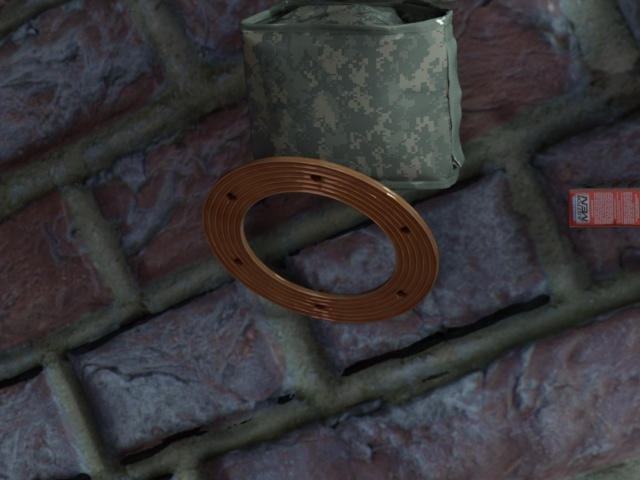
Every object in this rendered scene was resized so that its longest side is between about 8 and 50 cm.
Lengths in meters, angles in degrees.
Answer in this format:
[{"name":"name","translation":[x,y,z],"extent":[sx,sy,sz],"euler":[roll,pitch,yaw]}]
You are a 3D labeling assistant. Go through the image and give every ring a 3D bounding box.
[{"name":"ring","translation":[0.000,0.000,1.618],"extent":[0.337,0.032,0.336],"euler":[12,142,10]}]

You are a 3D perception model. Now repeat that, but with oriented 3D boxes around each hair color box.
[{"name":"hair color box","translation":[0.410,-0.048,1.508],"extent":[0.167,0.093,0.053],"euler":[1,100,22]}]

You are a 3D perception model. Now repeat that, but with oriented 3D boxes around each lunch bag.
[{"name":"lunch bag","translation":[0.056,-0.195,1.563],"extent":[0.287,0.169,0.235],"euler":[7,116,24]}]
